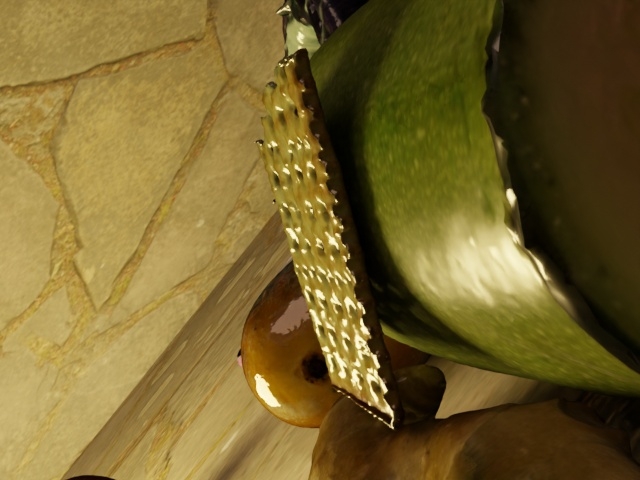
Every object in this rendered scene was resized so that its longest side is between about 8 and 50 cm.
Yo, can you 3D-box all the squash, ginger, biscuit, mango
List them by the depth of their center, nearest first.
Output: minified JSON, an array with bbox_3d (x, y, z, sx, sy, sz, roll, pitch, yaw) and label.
[{"bbox_3d":[0.137,-0.053,0.564,0.263,0.263,0.384,-52,10,-9],"label":"squash"},{"bbox_3d":[0.052,0.157,0.579,0.363,0.122,0.348,-56,13,37],"label":"ginger"},{"bbox_3d":[-0.001,0.000,0.594,0.016,0.203,0.144,-18,6,-13],"label":"biscuit"},{"bbox_3d":[0.048,0.052,0.950,0.193,0.146,0.316,-38,1,41],"label":"mango"}]

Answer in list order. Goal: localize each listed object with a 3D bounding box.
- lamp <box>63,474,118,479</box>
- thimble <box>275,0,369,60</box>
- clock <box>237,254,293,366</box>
[{"bbox_3d":[-0.262,0.350,1.208,0.135,0.157,0.156,74,-140,-79],"label":"lamp"},{"bbox_3d":[0.060,-0.118,0.852,0.150,0.237,0.237,-15,5,-10],"label":"thimble"},{"bbox_3d":[0.001,0.052,1.292,0.248,0.090,0.227,-46,10,34],"label":"clock"}]
